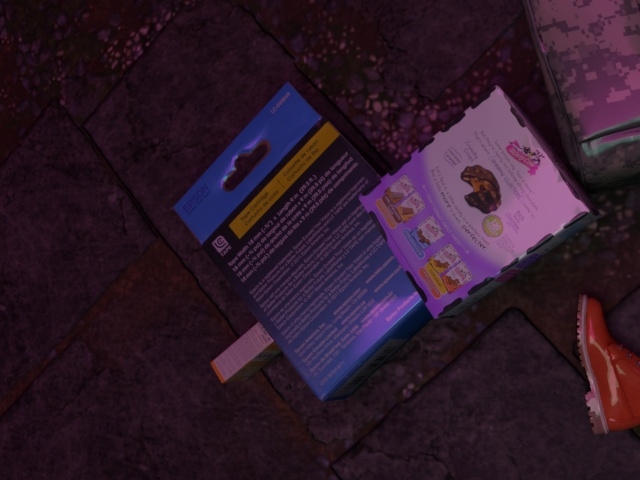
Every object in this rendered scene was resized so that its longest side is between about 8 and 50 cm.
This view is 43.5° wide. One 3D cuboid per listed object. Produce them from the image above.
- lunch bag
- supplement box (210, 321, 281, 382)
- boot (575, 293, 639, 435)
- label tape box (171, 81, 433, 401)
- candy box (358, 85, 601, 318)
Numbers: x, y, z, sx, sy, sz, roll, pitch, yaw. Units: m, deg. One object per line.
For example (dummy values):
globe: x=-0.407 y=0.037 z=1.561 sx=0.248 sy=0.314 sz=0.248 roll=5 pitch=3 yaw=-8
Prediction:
lunch bag: x=0.364 y=-0.213 z=0.832 sx=0.256 sy=0.212 sz=0.305 roll=-16 pitch=78 yaw=23
supplement box: x=-0.091 y=0.150 z=1.085 sx=0.098 sy=0.062 sz=0.036 roll=-41 pitch=69 yaw=16
boot: x=0.332 y=0.133 z=0.898 sx=0.084 sy=0.059 sz=0.158 roll=-13 pitch=87 yaw=20
label tape box: x=0.000 y=0.000 z=1.035 sx=0.240 sy=0.106 sz=0.334 roll=-45 pitch=69 yaw=13
candy box: x=0.166 y=-0.037 z=0.857 sx=0.196 sy=0.070 sz=0.165 roll=-38 pitch=70 yaw=23
